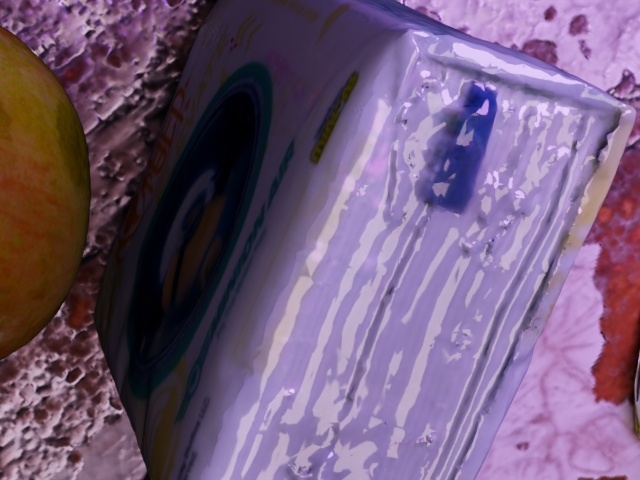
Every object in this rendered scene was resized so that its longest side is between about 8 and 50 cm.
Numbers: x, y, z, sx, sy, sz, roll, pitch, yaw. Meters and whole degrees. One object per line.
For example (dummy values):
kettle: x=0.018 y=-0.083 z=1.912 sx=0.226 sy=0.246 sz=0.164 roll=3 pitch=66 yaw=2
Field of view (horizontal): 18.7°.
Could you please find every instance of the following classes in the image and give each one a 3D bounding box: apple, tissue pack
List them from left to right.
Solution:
apple: x=-0.256 y=-0.029 z=1.145 sx=0.226 sy=0.246 sz=0.246 roll=6 pitch=103 yaw=-34
tissue pack: x=0.000 y=0.000 z=1.104 sx=0.162 sy=0.388 sz=0.287 roll=21 pitch=98 yaw=-17

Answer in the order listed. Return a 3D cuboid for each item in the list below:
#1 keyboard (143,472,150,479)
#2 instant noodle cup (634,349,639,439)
keyboard: x=-0.026 y=0.186 z=1.345 sx=0.198 sy=0.010 sz=0.063 roll=27 pitch=98 yaw=-18
instant noodle cup: x=0.393 y=0.108 z=1.317 sx=0.311 sy=0.221 sz=0.311 roll=-3 pitch=104 yaw=-13
